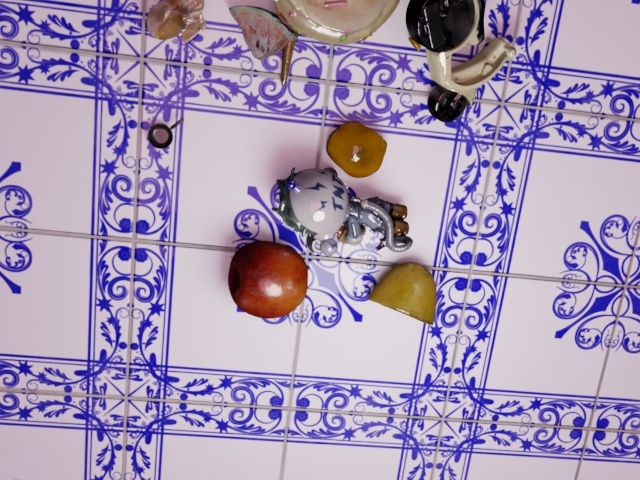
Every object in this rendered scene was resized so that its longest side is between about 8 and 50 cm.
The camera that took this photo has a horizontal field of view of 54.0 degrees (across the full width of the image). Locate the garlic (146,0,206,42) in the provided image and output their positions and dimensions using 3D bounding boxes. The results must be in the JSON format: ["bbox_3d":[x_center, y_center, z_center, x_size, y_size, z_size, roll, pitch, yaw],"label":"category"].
[{"bbox_3d":[-0.366,-0.580,1.604,0.174,0.099,0.124,-34,90,5],"label":"garlic"}]

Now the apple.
[{"bbox_3d":[-0.148,0.107,1.744,0.201,0.218,0.218,7,106,-33],"label":"apple"}]

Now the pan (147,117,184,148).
[{"bbox_3d":[-0.416,-0.298,1.708,0.115,0.023,0.068,-34,104,7],"label":"pan"}]

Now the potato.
[{"bbox_3d":[0.260,0.143,1.823,0.203,0.178,0.158,25,86,14],"label":"potato"}]

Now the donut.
[{"bbox_3d":[0.054,-0.656,1.563,0.307,0.150,0.371,43,86,-18],"label":"donut"}]

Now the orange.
[{"bbox_3d":[0.099,-0.246,1.728,0.169,0.112,0.160,-8,106,9],"label":"orange"}]

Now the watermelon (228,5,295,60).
[{"bbox_3d":[-0.151,-0.545,1.648,0.187,0.071,0.139,26,129,11],"label":"watermelon"}]

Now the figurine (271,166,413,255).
[{"bbox_3d":[0.052,-0.083,1.719,0.381,0.261,0.186,15,135,-26],"label":"figurine"}]

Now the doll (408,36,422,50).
[{"bbox_3d":[0.301,-0.561,1.680,0.127,0.073,0.084,-40,137,10],"label":"doll"}]

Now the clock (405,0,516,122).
[{"bbox_3d":[0.371,-0.513,1.628,0.276,0.120,0.379,-30,132,-3],"label":"clock"}]

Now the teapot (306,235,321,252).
[{"bbox_3d":[0.000,0.000,1.806,0.066,0.057,0.088,30,101,-12],"label":"teapot"}]

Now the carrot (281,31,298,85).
[{"bbox_3d":[-0.080,-0.537,1.663,0.049,0.049,0.255,8,107,-7],"label":"carrot"}]
